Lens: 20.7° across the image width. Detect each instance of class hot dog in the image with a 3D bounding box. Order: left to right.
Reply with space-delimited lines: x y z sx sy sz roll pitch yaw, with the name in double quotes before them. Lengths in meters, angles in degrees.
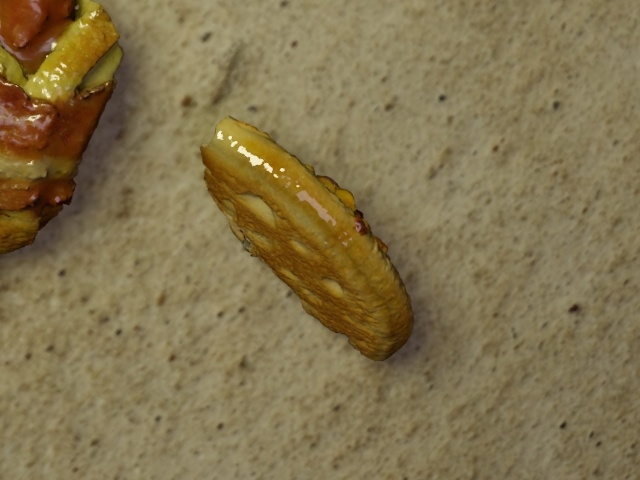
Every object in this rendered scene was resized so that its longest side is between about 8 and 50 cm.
"hot dog" -0.205 -0.073 1.104 0.146 0.103 0.213 6 111 -29

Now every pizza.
"pizza" 0.001 -0.002 1.237 0.246 0.127 0.058 48 65 -26
